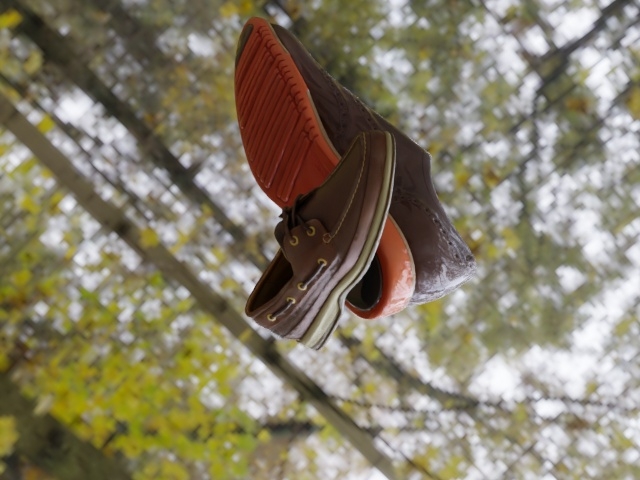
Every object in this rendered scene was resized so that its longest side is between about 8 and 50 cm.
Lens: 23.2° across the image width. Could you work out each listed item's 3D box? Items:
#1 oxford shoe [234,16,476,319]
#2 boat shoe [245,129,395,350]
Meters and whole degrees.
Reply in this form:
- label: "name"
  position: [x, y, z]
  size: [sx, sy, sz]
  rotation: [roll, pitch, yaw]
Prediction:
- label: "oxford shoe"
  position: [0.018, -0.059, 1.151]
  size: [0.271, 0.098, 0.097]
  rotation: [62, -36, 26]
- label: "boat shoe"
  position: [0.000, 0.000, 1.020]
  size: [0.064, 0.060, 0.178]
  rotation: [-91, -159, -50]
